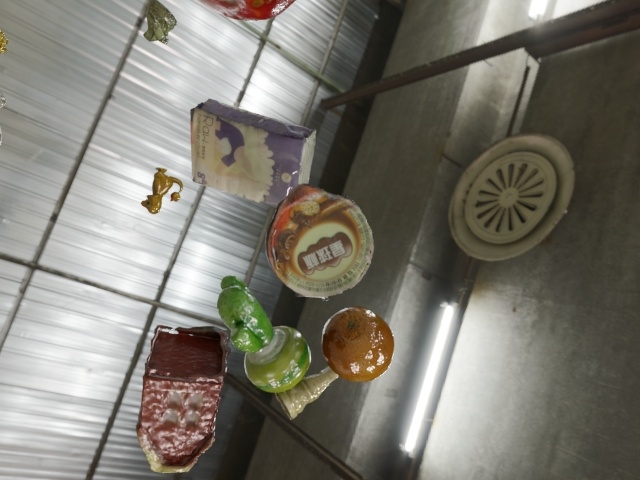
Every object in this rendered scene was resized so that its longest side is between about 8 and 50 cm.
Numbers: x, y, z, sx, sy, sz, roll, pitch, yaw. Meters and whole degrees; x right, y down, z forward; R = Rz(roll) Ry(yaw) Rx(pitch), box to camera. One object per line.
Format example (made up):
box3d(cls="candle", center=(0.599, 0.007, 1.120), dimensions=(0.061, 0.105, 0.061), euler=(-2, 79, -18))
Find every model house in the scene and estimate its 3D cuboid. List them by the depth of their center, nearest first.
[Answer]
box3d(cls="model house", center=(-0.287, 0.325, 0.981), dimensions=(0.196, 0.159, 0.254), euler=(-123, -134, -69))

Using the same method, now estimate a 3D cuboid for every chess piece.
box3d(cls="chess piece", center=(-0.022, 0.410, 1.353), dimensions=(0.200, 0.090, 0.090), euler=(-30, -156, -19))

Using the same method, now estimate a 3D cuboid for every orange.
box3d(cls="orange", center=(0.095, 0.266, 1.241), dimensions=(0.206, 0.206, 0.206), euler=(-36, -138, 41))

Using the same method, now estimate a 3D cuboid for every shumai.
box3d(cls="shumai", center=(-0.370, -0.488, 1.078), dimensions=(0.080, 0.083, 0.082), euler=(-48, 174, 0))

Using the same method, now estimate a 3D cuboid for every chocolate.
box3d(cls="chocolate", center=(-0.006, -0.005, 0.942), dimensions=(0.221, 0.221, 0.147), euler=(-62, -172, 9))

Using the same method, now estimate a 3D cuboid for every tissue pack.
box3d(cls="tissue pack", center=(-0.198, -0.239, 1.357), dimensions=(0.125, 0.343, 0.243), euler=(-61, 165, -52))

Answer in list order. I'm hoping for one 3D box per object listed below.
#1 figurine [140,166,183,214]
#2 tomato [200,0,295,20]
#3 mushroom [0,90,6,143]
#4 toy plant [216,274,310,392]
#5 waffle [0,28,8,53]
box3d(cls="figurine", center=(-0.587, -0.173, 1.794), dimensions=(0.121, 0.122, 0.176), euler=(120, -10, -69))
box3d(cls="tomato", center=(-0.124, -0.538, 0.766), dimensions=(0.325, 0.290, 0.293), euler=(33, -91, 26))
box3d(cls="mushroom", center=(-0.951, -0.345, 1.271), dimensions=(0.243, 0.243, 0.244), euler=(-36, -138, 41))
box3d(cls="toy plant", center=(-0.170, 0.245, 1.256), dimensions=(0.184, 0.316, 0.224), euler=(-30, -153, 8))
box3d(cls="waffle", center=(-1.111, -0.649, 1.546), dimensions=(0.160, 0.046, 0.192), euler=(-41, 168, -11))
